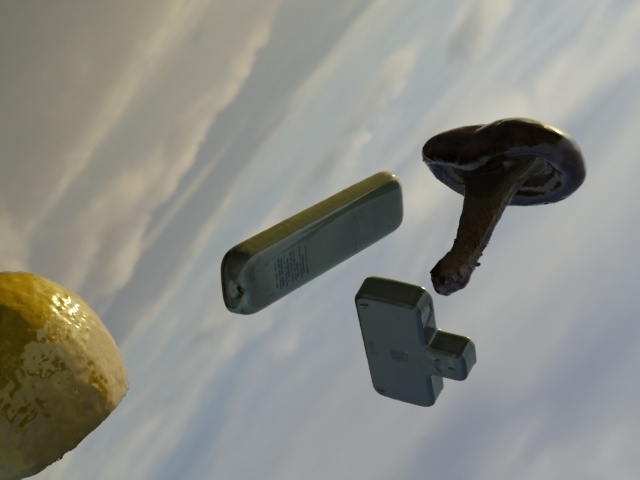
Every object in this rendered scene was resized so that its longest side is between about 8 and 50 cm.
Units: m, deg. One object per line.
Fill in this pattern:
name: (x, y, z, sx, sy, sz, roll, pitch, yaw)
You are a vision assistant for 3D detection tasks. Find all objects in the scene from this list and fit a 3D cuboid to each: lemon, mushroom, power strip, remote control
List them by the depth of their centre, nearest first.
mushroom: (0.202, -0.031, 1.417, 0.227, 0.148, 0.218, -13, -129, 54)
remote control: (0.000, -0.001, 1.444, 0.038, 0.090, 0.309, 19, -145, 39)
lemon: (-0.522, 0.207, 1.991, 0.364, 0.364, 0.364, -52, -170, 13)
power strip: (0.167, 0.181, 2.011, 0.059, 0.193, 0.265, -55, 146, -38)
